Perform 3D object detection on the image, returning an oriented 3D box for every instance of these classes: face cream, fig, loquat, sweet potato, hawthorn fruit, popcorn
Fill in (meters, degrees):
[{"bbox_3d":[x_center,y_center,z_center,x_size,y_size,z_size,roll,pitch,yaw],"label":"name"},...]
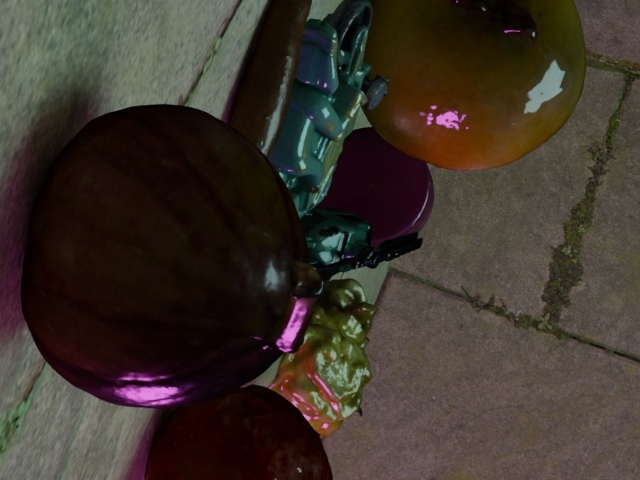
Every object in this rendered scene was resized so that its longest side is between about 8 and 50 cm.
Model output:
[{"bbox_3d":[0.084,-0.072,1.983,0.195,0.175,0.175,39,71,-80],"label":"face cream"},{"bbox_3d":[-0.075,0.031,0.850,0.186,0.250,0.203,6,112,-57],"label":"fig"},{"bbox_3d":[0.197,-0.248,1.827,0.359,0.328,0.328,130,-17,-70],"label":"loquat"},{"bbox_3d":[-0.050,-0.157,1.283,0.057,0.057,0.264,34,75,-82],"label":"sweet potato"},{"bbox_3d":[-0.101,0.249,1.497,0.230,0.210,0.266,-5,81,-57],"label":"hawthorn fruit"},{"bbox_3d":[-0.014,0.177,1.847,0.266,0.192,0.233,-51,-174,9],"label":"popcorn"}]

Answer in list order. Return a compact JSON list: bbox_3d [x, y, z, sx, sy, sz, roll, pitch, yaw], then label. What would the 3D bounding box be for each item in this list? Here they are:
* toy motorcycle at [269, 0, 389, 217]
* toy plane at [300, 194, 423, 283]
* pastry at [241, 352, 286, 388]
[{"bbox_3d":[-0.019,-0.130,1.452,0.198,0.109,0.296,-44,157,-51],"label":"toy motorcycle"},{"bbox_3d":[0.000,0.000,1.700,0.382,0.155,0.106,4,107,-65],"label":"toy plane"},{"bbox_3d":[-0.075,0.115,1.669,0.156,0.092,0.156,22,90,-80],"label":"pastry"}]
